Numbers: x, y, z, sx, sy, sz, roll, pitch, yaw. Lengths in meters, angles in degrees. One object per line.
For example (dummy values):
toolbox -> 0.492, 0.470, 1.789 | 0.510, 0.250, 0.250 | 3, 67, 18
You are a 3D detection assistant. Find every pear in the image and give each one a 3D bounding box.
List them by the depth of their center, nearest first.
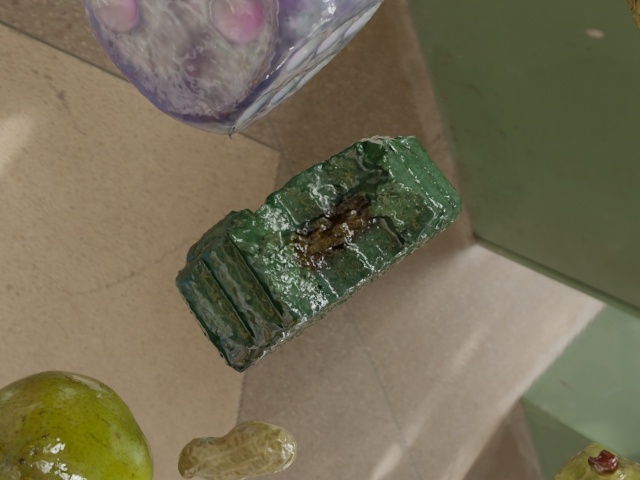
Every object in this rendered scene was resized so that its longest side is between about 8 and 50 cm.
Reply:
pear -> -0.381, 0.322, 1.293 | 0.294, 0.294, 0.294 | -18, 121, -34

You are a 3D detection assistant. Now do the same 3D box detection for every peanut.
peanut -> -0.116, 0.294, 1.282 | 0.175, 0.080, 0.080 | -13, 128, 12

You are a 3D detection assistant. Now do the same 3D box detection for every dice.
dice -> -0.099, -0.311, 1.101 | 0.270, 0.271, 0.270 | -41, -179, 39

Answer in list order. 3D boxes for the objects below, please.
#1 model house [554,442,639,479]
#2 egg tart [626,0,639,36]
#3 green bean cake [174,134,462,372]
model house -> 0.340, 0.341, 0.956 | 0.160, 0.196, 0.253 | -32, 126, -30
egg tart -> 0.260, -0.214, 0.400 | 0.153, 0.351, 0.339 | 12, 81, -15
green bean cake -> 0.000, 0.000, 1.186 | 0.308, 0.169, 0.300 | -38, 174, 28
